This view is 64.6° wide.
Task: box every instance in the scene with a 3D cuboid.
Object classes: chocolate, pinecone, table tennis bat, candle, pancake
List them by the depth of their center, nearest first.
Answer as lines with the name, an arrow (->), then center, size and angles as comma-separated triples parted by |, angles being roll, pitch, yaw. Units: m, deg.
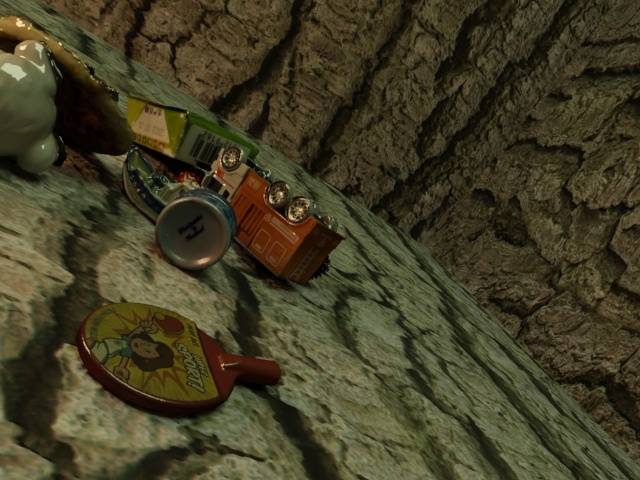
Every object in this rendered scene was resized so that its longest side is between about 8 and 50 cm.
table tennis bat -> -0.189, 0.171, 0.721 | 0.310, 0.038, 0.200 | 21, 20, -38
pancake -> -0.538, -0.300, 1.044 | 0.355, 0.065, 0.356 | 20, -29, 11
pinecone -> -0.028, 0.066, 1.361 | 0.109, 0.103, 0.102 | 7, 8, 11
candle -> -0.368, -0.175, 1.438 | 0.052, 0.052, 0.131 | 35, 13, -4
chocolate -> -0.387, -0.296, 1.499 | 0.288, 0.137, 0.300 | 24, 3, 35

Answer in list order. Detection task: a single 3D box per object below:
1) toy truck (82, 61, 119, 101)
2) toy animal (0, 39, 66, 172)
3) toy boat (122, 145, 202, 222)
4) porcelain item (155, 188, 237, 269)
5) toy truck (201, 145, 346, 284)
toy truck -> -0.707, -0.473, 1.527 | 0.192, 0.092, 0.083 | 36, 14, 3
toy animal -> -0.599, -0.221, 0.787 | 0.258, 0.193, 0.357 | 60, 32, 1
toy boat -> -0.348, -0.115, 1.128 | 0.262, 0.115, 0.114 | 39, 13, 15
porcelain item -> -0.244, -0.025, 1.010 | 0.147, 0.147, 0.114 | 33, 12, -11
toy truck -> -0.143, -0.066, 1.291 | 0.387, 0.207, 0.173 | 39, 5, 30
